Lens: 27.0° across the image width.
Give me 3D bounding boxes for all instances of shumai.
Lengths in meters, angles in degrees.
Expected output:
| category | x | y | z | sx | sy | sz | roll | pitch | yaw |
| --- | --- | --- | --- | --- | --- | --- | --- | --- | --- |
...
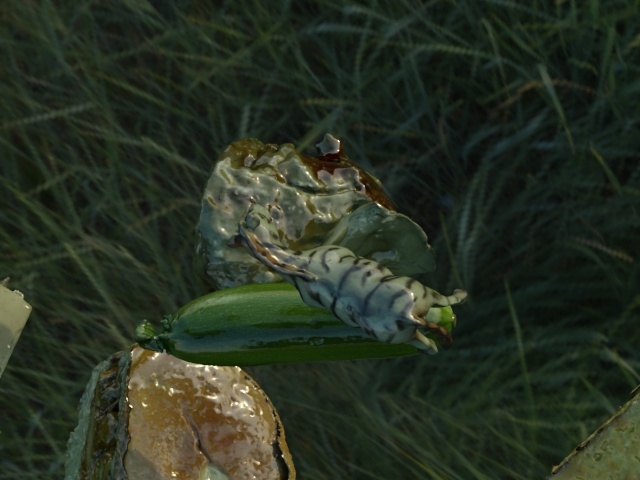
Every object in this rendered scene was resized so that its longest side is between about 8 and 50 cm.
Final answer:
| category | x | y | z | sx | sy | sz | roll | pitch | yaw |
| --- | --- | --- | --- | --- | --- | --- | --- | --- | --- |
| shumai | 0.000 | 0.000 | 1.835 | 0.288 | 0.330 | 0.292 | 15 | 95 | 19 |

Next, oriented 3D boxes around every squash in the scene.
| category | x | y | z | sx | sy | sz | roll | pitch | yaw |
| --- | --- | --- | --- | --- | --- | --- | --- | --- | --- |
| squash | -0.031 | 0.097 | 1.557 | 0.379 | 0.101 | 0.101 | -6 | 67 | 10 |

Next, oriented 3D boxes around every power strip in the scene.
| category | x | y | z | sx | sy | sz | roll | pitch | yaw |
| --- | --- | --- | --- | --- | --- | --- | --- | --- | --- |
| power strip | -0.359 | 0.108 | 1.372 | 0.029 | 0.080 | 0.227 | -44 | 19 | 31 |

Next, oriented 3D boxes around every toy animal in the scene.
| category | x | y | z | sx | sy | sz | roll | pitch | yaw |
| --- | --- | --- | --- | --- | --- | --- | --- | --- | --- |
| toy animal | 0.031 | 0.047 | 1.412 | 0.255 | 0.170 | 0.090 | 22 | 95 | 13 |

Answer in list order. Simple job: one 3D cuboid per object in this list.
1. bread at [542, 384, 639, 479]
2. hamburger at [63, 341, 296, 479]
| category | x | y | z | sx | sy | sz | roll | pitch | yaw |
| --- | --- | --- | --- | --- | --- | --- | --- | --- | --- |
| bread | 0.307 | 0.205 | 1.226 | 0.229 | 0.143 | 0.139 | -47 | 69 | 23 |
| hamburger | -0.181 | 0.296 | 1.750 | 0.195 | 0.277 | 0.318 | 139 | 142 | -56 |
